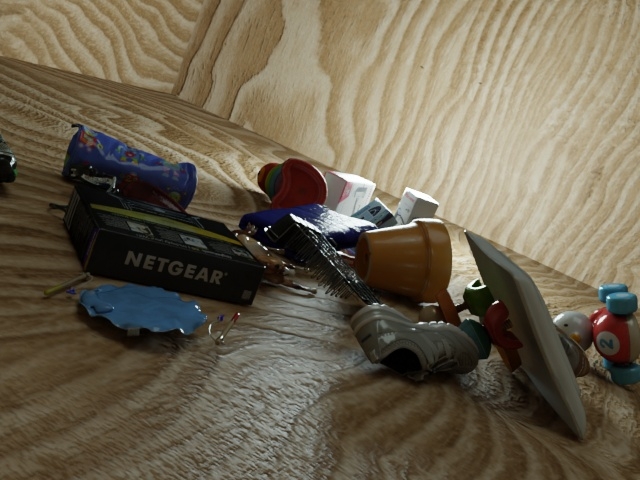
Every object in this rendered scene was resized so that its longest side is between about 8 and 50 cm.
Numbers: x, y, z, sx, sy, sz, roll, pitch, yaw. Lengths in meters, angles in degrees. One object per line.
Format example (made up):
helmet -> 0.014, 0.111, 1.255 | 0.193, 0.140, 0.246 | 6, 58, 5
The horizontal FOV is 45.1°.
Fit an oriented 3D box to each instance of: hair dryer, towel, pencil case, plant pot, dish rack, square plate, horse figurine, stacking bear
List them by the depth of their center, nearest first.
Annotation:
square plate -> 0.399, 0.161, 1.495 | 0.344, 0.049, 0.347 | -104, 169, -75
hair dryer -> -0.390, -0.056, 1.565 | 0.294, 0.080, 0.223 | 13, 29, -15
horse figurine -> -0.117, 0.037, 1.605 | 0.174, 0.066, 0.263 | 18, 13, -48
dish rack -> 0.019, 0.059, 1.609 | 0.271, 0.074, 0.208 | 48, 9, 17
pencil case -> -0.437, -0.165, 1.771 | 0.306, 0.119, 0.133 | 18, 35, -25
plant pot -> 0.189, 0.048, 1.850 | 0.188, 0.205, 0.205 | 2, 17, -15
towel -> -0.028, -0.021, 1.934 | 0.228, 0.076, 0.308 | 21, 19, 34
stacking bear -> -0.106, -0.171, 2.358 | 0.164, 0.175, 0.289 | 14, 7, -26

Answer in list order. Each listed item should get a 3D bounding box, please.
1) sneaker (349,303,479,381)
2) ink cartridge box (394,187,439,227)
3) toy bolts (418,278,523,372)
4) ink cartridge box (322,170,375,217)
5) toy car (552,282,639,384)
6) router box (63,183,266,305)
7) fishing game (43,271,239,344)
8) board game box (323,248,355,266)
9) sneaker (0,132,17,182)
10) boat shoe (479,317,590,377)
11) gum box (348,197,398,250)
sneaker -> 0.173, 0.208, 1.370 | 0.281, 0.105, 0.115 | 18, 42, -30
ink cartridge box -> 0.284, -0.056, 2.438 | 0.082, 0.190, 0.139 | 19, 12, -14
toy bolts -> 0.308, 0.206, 1.571 | 0.228, 0.159, 0.218 | -92, 158, -84
ink cartridge box -> 0.071, -0.129, 2.454 | 0.092, 0.158, 0.218 | 26, 12, 24
toy car -> 0.673, 0.239, 1.956 | 0.238, 0.219, 0.210 | -5, 8, 11
router box -> -0.284, 0.007, 1.386 | 0.309, 0.081, 0.243 | 15, 13, -30
fishing game -> -0.255, 0.105, 1.112 | 0.264, 0.041, 0.189 | 14, 11, 2
board game box -> 0.000, 0.000, 2.074 | 0.145, 0.027, 0.281 | 11, 16, -38
sneaker -> -0.679, -0.211, 1.479 | 0.134, 0.146, 0.344 | 9, 18, -48
boat shoe -> 0.489, 0.224, 1.785 | 0.116, 0.123, 0.324 | 23, 16, -35
gum box -> 0.127, -0.043, 2.196 | 0.041, 0.157, 0.184 | 55, 1, -18
